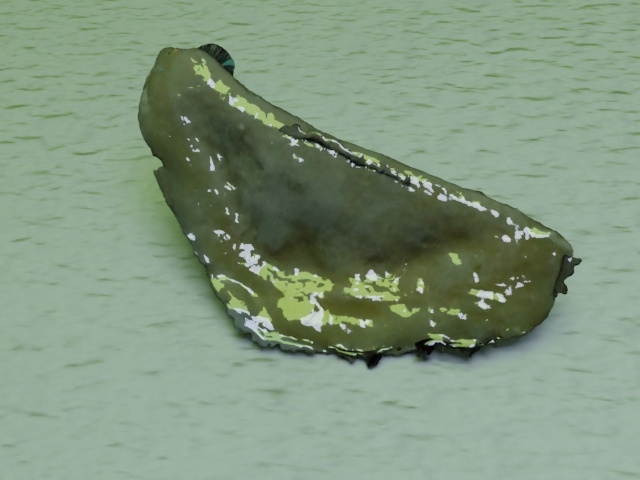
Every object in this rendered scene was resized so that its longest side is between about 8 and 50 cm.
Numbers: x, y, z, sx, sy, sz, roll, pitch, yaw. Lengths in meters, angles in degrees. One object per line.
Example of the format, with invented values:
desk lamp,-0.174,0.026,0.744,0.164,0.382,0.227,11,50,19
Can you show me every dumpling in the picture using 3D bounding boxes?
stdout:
dumpling,0.002,-0.003,0.633,0.332,0.166,0.086,29,9,10

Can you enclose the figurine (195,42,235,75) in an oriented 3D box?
figurine,-0.118,-0.139,0.813,0.060,0.047,0.106,-18,40,41
